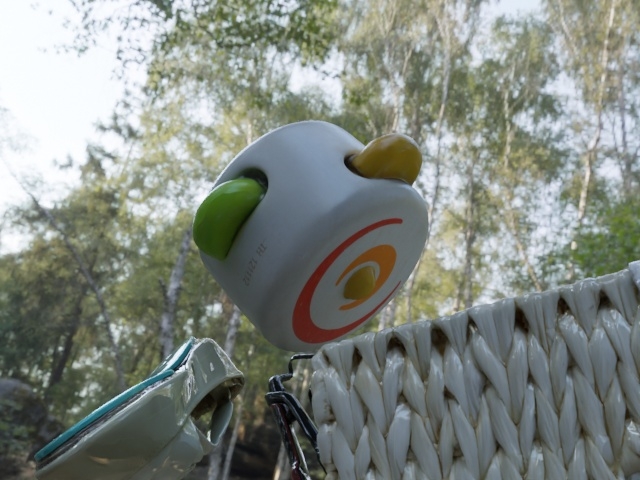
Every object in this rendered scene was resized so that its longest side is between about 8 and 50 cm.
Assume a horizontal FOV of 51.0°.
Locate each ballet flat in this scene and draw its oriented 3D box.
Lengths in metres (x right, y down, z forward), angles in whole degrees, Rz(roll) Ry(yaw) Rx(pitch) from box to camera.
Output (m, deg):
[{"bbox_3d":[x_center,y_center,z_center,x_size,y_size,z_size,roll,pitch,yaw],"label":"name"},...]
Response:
[{"bbox_3d":[-0.110,0.131,0.490,0.086,0.086,0.248,12,8,7],"label":"ballet flat"}]

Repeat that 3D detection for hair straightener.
[{"bbox_3d":[0.011,0.179,0.599,0.047,0.089,0.230,58,1,-34],"label":"hair straightener"}]

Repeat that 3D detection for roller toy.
[{"bbox_3d":[0.000,0.000,0.626,0.146,0.209,0.191,45,-22,31],"label":"roller toy"}]

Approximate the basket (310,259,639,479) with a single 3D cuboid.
[{"bbox_3d":[0.183,0.225,0.472,0.267,0.328,0.331,-16,-26,22],"label":"basket"}]
